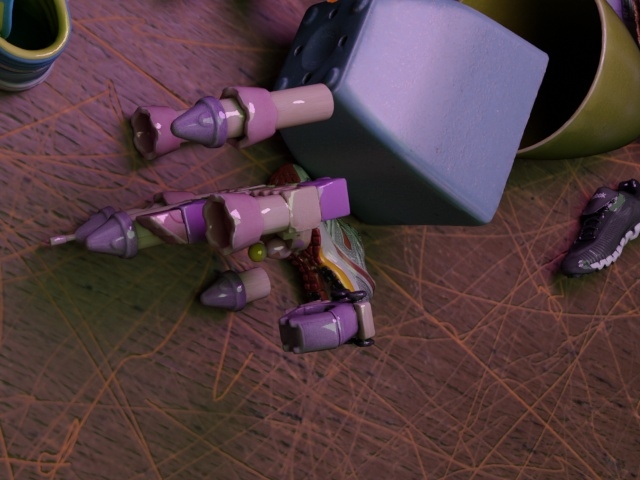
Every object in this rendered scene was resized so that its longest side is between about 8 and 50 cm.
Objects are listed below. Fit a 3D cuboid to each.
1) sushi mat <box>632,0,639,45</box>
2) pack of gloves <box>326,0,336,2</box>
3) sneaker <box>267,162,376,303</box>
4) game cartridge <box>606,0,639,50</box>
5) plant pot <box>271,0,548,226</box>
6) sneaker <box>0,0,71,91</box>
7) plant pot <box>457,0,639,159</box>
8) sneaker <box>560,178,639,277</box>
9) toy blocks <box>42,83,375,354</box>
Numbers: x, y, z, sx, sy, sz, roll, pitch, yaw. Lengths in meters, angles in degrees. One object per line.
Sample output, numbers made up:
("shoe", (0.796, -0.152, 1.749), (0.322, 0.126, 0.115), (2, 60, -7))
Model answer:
("sushi mat", (0.546, -0.254, 1.644), (0.316, 0.019, 0.151), (48, 35, -43))
("pack of gloves", (0.008, -0.362, 1.333), (0.195, 0.232, 0.046), (-30, 137, -28))
("sneaker", (0.000, 0.000, 1.381), (0.093, 0.088, 0.225), (-39, 108, -47))
("game cartridge", (0.469, -0.443, 1.656), (0.196, 0.060, 0.294), (-7, 92, -49))
("plant pot", (0.088, -0.183, 1.316), (0.252, 0.248, 0.247), (32, 73, -33))
("sneaker", (-0.393, -0.283, 1.075), (0.319, 0.208, 0.127), (31, 74, -26))
("plant pot", (0.357, -0.230, 1.511), (0.293, 0.274, 0.275), (11, 82, -47))
("sneaker", (0.444, -0.026, 1.641), (0.234, 0.078, 0.106), (-32, 101, -32))
("toy blocks", (-0.138, -0.007, 1.175), (0.260, 0.288, 0.309), (-15, 99, -34))
